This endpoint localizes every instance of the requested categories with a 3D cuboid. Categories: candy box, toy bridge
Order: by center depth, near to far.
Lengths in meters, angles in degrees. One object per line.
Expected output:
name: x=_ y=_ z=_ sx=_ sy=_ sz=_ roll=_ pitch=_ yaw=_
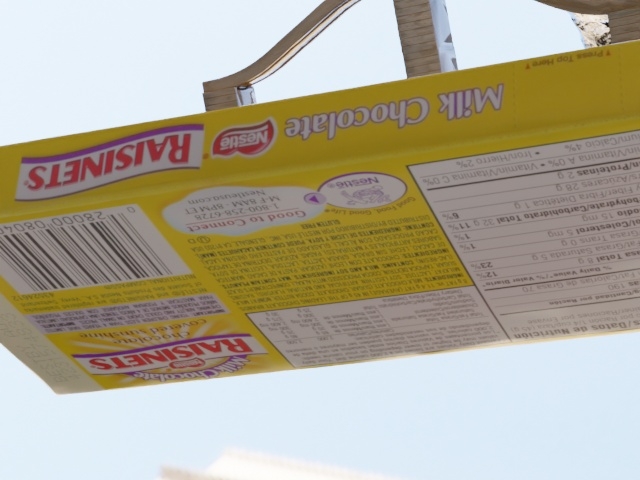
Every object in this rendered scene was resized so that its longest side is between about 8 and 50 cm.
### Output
candy box: x=0.000 y=0.000 z=0.467 sx=0.206 sy=0.027 sz=0.105 roll=-8 pitch=-29 yaw=18
toy bridge: x=0.042 y=-0.075 z=0.697 sx=0.188 sy=0.026 sz=0.063 roll=-10 pitch=-88 yaw=21

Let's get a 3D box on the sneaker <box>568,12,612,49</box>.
sneaker: x=0.237 y=-0.195 z=1.352 sx=0.140 sy=0.125 sz=0.341 roll=36 pitch=-5 yaw=9
